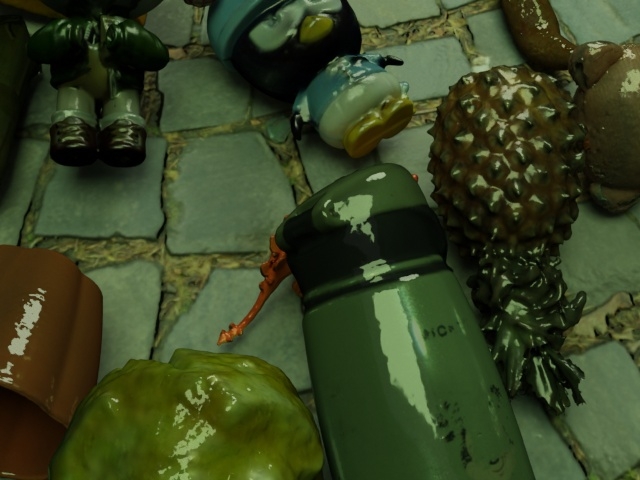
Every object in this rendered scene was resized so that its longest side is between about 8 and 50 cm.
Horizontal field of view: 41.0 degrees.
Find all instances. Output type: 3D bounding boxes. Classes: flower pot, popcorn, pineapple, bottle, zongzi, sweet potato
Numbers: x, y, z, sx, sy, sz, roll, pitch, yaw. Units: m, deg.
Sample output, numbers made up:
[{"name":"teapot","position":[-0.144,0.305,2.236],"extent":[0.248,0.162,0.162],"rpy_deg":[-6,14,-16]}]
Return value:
[{"name":"flower pot","position":[-0.293,0.107,0.804],"extent":[0.191,0.190,0.173],"rpy_deg":[5,46,3]},{"name":"popcorn","position":[-0.093,0.215,0.668],"extent":[0.226,0.276,0.276],"rpy_deg":[-14,60,-17]},{"name":"pineapple","position":[0.190,0.001,0.880],"extent":[0.175,0.175,0.360],"rpy_deg":[5,74,3]},{"name":"bottle","position":[0.067,0.100,0.748],"extent":[0.169,0.168,0.346],"rpy_deg":[-14,79,-8]},{"name":"zongzi","position":[-0.480,-0.147,0.975],"extent":[0.275,0.125,0.250],"rpy_deg":[0,53,2]},{"name":"sweet potato","position":[0.266,-0.295,1.097],"extent":[0.059,0.067,0.281],"rpy_deg":[13,47,-45]}]

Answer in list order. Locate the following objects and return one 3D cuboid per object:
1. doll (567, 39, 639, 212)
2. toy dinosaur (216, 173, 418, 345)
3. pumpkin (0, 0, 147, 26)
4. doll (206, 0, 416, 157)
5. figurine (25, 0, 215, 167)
[{"name":"doll","position":[0.405,-0.166,0.983],"extent":[0.304,0.201,0.156],"rpy_deg":[-20,24,-18]},{"name":"toy dinosaur","position":[0.000,0.000,0.890],"extent":[0.288,0.117,0.070],"rpy_deg":[-35,66,-22]},{"name":"pumpkin","position":[-0.302,-0.385,1.134],"extent":[0.290,0.095,0.258],"rpy_deg":[19,63,4]},{"name":"doll","position":[-0.021,-0.235,1.018],"extent":[0.177,0.141,0.314],"rpy_deg":[-35,68,-15]},{"name":"figurine","position":[-0.254,-0.269,0.983],"extent":[0.282,0.167,0.369],"rpy_deg":[-1,80,-11]}]
